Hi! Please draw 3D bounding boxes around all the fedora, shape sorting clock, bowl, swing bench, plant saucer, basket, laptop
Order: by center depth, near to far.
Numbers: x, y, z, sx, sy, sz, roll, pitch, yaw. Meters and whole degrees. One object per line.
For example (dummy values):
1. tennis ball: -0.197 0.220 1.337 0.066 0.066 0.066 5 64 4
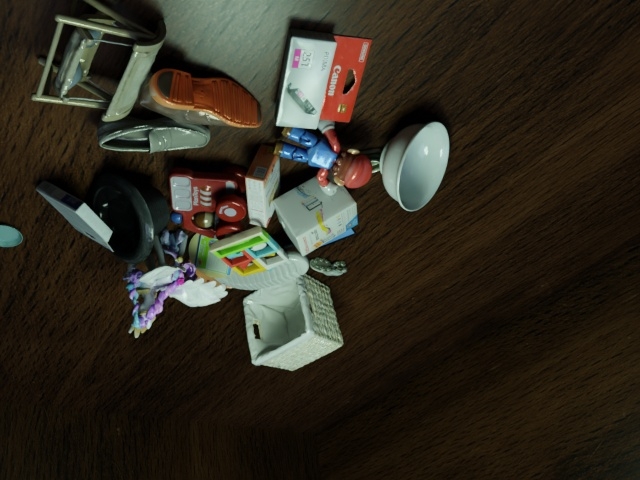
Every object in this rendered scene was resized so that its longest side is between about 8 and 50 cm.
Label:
1. swing bench: -0.544 -0.446 1.402 0.255 0.165 0.253 14 136 -31
2. fedora: -0.599 -0.084 1.837 0.152 0.334 0.334 -25 160 -44
3. bowl: 0.288 -0.256 1.855 0.298 0.134 0.298 -29 131 -40
4. plant saucer: -1.087 -0.022 1.943 0.119 0.021 0.119 -7 143 -5
5. shape sorting clock: -0.395 0.047 2.133 0.206 0.040 0.206 1 115 2
6. laptop: 0.000 0.000 2.163 0.234 0.264 0.136 -22 106 13
7. basket: -0.118 0.349 2.449 0.331 0.328 0.266 -33 142 26

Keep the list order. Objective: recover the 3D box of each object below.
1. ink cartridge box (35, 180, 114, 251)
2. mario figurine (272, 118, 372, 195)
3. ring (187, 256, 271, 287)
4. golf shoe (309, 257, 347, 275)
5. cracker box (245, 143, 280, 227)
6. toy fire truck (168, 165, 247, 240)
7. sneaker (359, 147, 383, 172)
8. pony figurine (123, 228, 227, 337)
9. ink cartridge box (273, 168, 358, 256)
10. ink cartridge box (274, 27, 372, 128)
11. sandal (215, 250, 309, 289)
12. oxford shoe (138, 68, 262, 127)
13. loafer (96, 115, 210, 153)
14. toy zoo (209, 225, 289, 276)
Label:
1. ink cartridge box: -0.773 -0.078 1.820 0.223 0.045 0.224 25 155 28
2. mario figurine: 0.015 -0.270 1.796 0.320 0.170 0.198 24 149 -13
3. ring: -0.363 0.090 2.279 0.337 0.032 0.336 -8 144 -6
4. golf shoe: 0.023 0.124 2.399 0.176 0.069 0.086 12 144 -27
5. cracker box: -0.185 -0.175 1.857 0.067 0.155 0.232 14 144 7
6. toy fire truck: -0.373 -0.119 1.891 0.254 0.169 0.302 5 141 -8
7. sneaker: 0.126 -0.250 1.906 0.192 0.086 0.064 -13 144 3
8. pony figurine: -0.548 0.132 2.003 0.351 0.363 0.303 -27 140 20
9. ink cartridge box: -0.015 -0.093 1.932 0.233 0.168 0.171 -30 157 -8
10. ink cartridge box: 0.006 -0.445 1.607 0.239 0.060 0.275 2 133 -15
11. sandal: -0.227 0.105 2.215 0.416 0.102 0.169 -9 136 23
12. oxford shoe: -0.328 -0.383 1.589 0.364 0.130 0.133 9 163 -42
13. loafer: -0.483 -0.299 1.657 0.319 0.111 0.112 -1 143 -13
14. toy zoo: -0.235 0.051 1.983 0.192 0.030 0.293 -19 151 11
